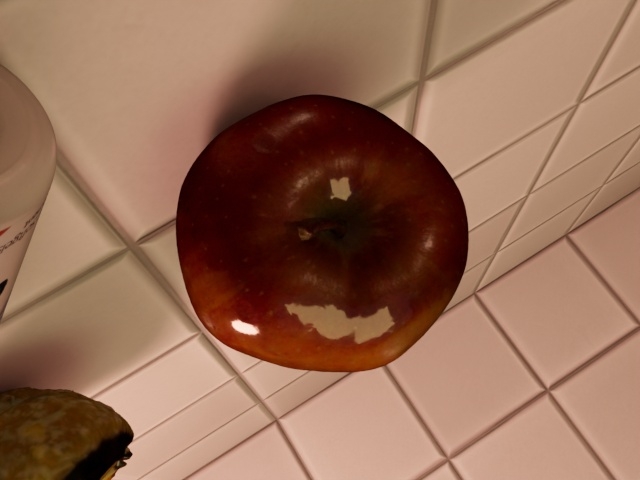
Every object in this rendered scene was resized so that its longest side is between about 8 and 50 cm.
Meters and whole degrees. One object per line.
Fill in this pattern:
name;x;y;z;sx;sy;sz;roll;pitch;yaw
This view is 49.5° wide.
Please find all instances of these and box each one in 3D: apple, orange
apple;0.000;0.000;0.718;0.288;0.288;0.317;-30;173;-11
orange;-0.402;0.319;0.898;0.271;0.210;0.368;-48;176;-42

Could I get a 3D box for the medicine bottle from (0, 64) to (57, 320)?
medicine bottle;-0.286;0.015;0.459;0.157;0.157;0.288;-15;153;-44
